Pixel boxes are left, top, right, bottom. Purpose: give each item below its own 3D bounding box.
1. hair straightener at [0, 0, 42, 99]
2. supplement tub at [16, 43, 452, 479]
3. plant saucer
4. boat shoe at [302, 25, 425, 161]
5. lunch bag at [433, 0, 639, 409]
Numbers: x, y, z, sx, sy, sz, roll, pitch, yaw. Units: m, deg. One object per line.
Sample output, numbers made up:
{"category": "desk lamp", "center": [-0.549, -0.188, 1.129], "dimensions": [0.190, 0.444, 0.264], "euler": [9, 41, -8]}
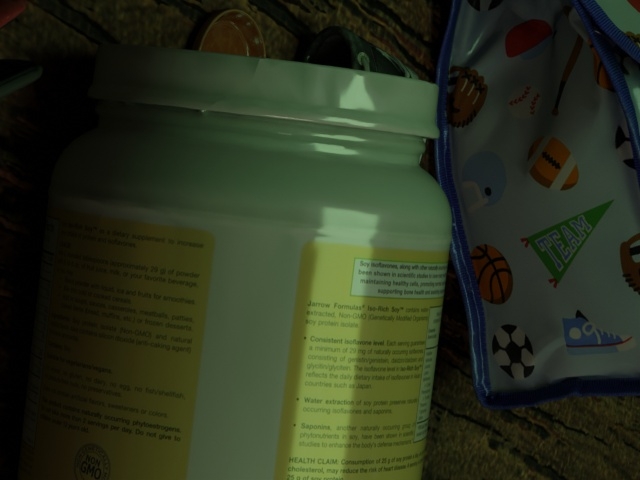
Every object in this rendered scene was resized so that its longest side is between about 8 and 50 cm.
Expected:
{"category": "hair straightener", "center": [-0.226, -0.043, 1.048], "dimensions": [0.230, 0.047, 0.089], "euler": [-47, 134, -43]}
{"category": "supplement tub", "center": [-0.050, 0.061, 1.178], "dimensions": [0.241, 0.241, 0.331], "euler": [3, 94, -59]}
{"category": "plant saucer", "center": [-0.064, -0.113, 1.331], "dimensions": [0.083, 0.013, 0.083], "euler": [-20, 113, -57]}
{"category": "boat shoe", "center": [0.004, 0.000, 1.378], "dimensions": [0.105, 0.113, 0.306], "euler": [33, 66, -50]}
{"category": "lunch bag", "center": [0.257, -0.088, 1.671], "dimensions": [0.328, 0.239, 0.385], "euler": [-18, 96, -56]}
